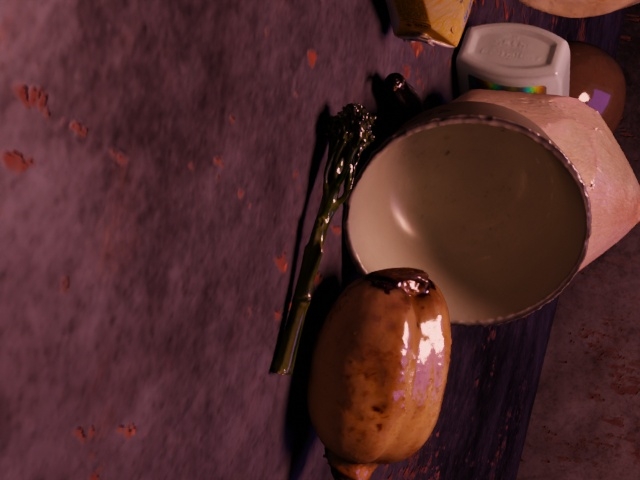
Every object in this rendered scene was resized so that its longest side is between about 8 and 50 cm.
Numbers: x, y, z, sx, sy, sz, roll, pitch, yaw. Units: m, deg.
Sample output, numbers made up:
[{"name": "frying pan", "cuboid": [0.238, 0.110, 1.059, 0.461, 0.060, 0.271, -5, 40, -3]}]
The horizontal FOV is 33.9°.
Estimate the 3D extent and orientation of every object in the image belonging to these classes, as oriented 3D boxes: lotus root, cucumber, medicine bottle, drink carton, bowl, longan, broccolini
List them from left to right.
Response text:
[{"name": "broccolini", "cuboid": [0.001, 0.000, 0.808, 0.044, 0.042, 0.218, 15, 89, -71]}, {"name": "lotus root", "cuboid": [0.046, 0.126, 0.901, 0.118, 0.125, 0.220, -140, -119, -63]}, {"name": "cucumber", "cuboid": [0.076, -0.119, 0.958, 0.039, 0.043, 0.163, -35, 155, 5]}, {"name": "drink carton", "cuboid": [0.088, -0.214, 0.873, 0.200, 0.075, 0.084, 52, 53, -65]}, {"name": "bowl", "cuboid": [0.132, -0.035, 0.939, 0.112, 0.212, 0.211, -71, 165, -60]}, {"name": "medicine bottle", "cuboid": [0.229, -0.157, 1.239, 0.229, 0.121, 0.083, 68, 38, -60]}, {"name": "longan", "cuboid": [0.367, -0.209, 1.560, 0.189, 0.189, 0.189, 12, 90, -71]}]

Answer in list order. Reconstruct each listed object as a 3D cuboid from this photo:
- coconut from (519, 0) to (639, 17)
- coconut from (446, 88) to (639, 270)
[{"name": "coconut", "cuboid": [0.289, -0.379, 1.108, 0.245, 0.245, 0.247, 72, 34, -56]}, {"name": "coconut", "cuboid": [0.217, -0.056, 1.096, 0.224, 0.234, 0.224, 8, 90, -70]}]
